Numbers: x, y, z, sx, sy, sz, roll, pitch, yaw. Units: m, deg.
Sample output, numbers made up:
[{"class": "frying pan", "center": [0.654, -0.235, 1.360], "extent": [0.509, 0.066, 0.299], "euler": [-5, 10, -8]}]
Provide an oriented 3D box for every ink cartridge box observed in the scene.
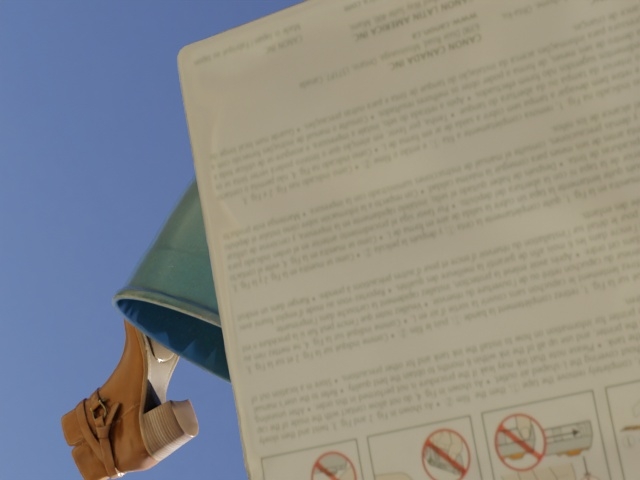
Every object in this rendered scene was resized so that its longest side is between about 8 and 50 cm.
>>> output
[{"class": "ink cartridge box", "center": [0.094, 0.037, 0.990], "extent": [0.308, 0.091, 0.385], "euler": [-16, -99, 32]}]

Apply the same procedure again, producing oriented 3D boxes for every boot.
[{"class": "boot", "center": [-0.229, 0.167, 2.072], "extent": [0.152, 0.073, 0.197], "euler": [-29, -118, 24]}]

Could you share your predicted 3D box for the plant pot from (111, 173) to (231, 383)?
[{"class": "plant pot", "center": [0.000, 0.000, 1.573], "extent": [0.255, 0.272, 0.272], "euler": [-64, -159, -14]}]
